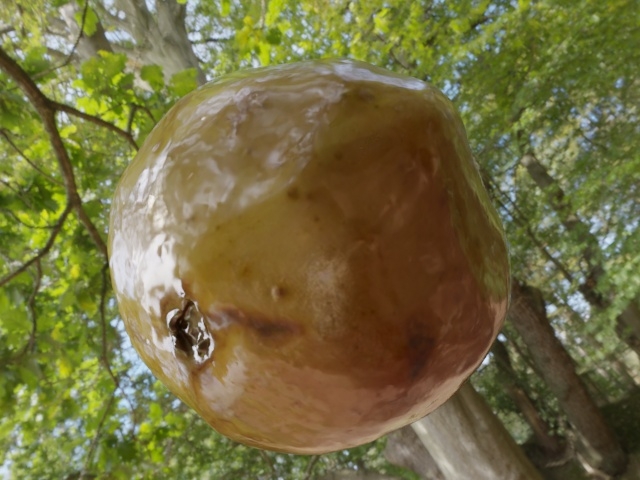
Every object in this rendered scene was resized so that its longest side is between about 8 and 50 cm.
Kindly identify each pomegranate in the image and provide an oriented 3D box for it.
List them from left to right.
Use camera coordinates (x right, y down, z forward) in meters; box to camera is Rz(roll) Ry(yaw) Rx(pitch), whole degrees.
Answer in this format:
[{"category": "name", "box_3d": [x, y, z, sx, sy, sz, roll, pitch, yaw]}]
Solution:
[{"category": "pomegranate", "box_3d": [0.000, 0.000, 0.581, 0.410, 0.410, 0.410, -26, -30, -17]}]
